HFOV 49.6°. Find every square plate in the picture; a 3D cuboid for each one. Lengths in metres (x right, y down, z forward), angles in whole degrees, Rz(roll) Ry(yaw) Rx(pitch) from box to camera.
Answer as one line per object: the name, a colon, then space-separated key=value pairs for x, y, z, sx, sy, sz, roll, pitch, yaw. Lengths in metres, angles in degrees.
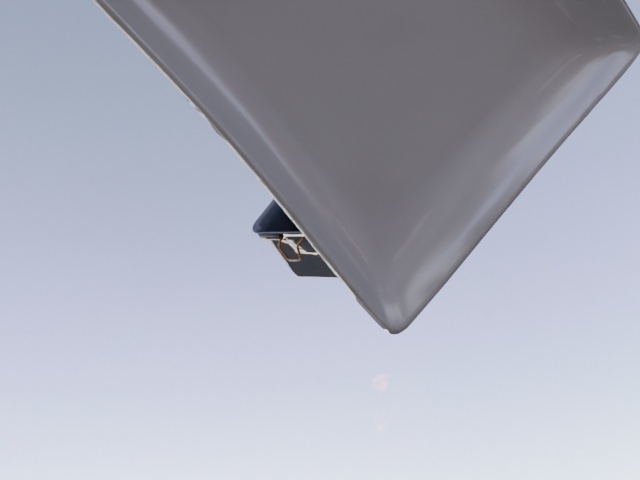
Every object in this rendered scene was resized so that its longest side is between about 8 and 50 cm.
square plate: x=0.051 y=-0.172 z=0.503 sx=0.347 sy=0.049 sz=0.344 roll=-46 pitch=-72 yaw=-17

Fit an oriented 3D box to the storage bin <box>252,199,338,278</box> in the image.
storage bin: x=0.000 y=0.000 z=0.818 sx=0.098 sy=0.135 sz=0.091 roll=-55 pitch=-52 yaw=-36
